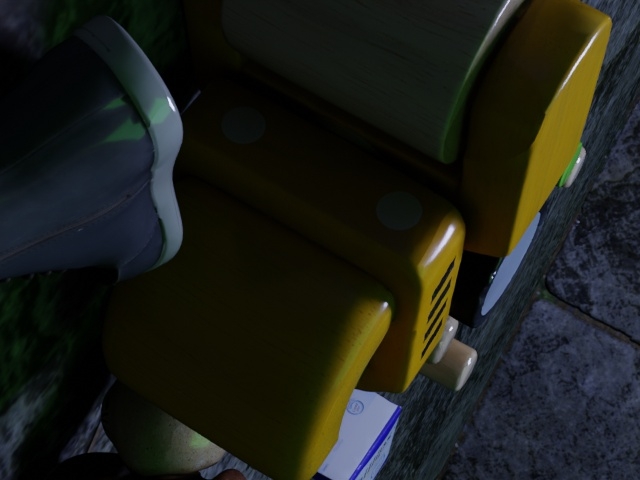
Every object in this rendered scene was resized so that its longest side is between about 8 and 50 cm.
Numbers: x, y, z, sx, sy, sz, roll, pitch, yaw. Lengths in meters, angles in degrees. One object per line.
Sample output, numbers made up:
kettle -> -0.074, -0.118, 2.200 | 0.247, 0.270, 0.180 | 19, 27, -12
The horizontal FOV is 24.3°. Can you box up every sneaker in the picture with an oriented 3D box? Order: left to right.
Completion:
sneaker -> -0.130, -0.015, 0.657 | 0.118, 0.083, 0.222 | -34, 168, -15

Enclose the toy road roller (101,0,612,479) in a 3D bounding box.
toy road roller -> -0.001, -0.019, 0.795 | 0.240, 0.202, 0.329 | -54, 165, -24

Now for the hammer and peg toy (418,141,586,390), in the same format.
hammer and peg toy -> 0.098, -0.003, 1.133 | 0.266, 0.127, 0.361 | -61, 166, -6

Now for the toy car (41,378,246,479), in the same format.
toy car -> -0.111, 0.116, 0.923 | 0.155, 0.149, 0.188 | -6, 95, -77

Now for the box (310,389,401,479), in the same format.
box -> 0.023, 0.247, 1.674 | 0.126, 0.072, 0.137 | -52, 163, -33

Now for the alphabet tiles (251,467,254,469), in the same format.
alphabet tiles -> 0.028, 0.074, 1.480 | 0.285, 0.011, 0.342 | -43, 158, -49
